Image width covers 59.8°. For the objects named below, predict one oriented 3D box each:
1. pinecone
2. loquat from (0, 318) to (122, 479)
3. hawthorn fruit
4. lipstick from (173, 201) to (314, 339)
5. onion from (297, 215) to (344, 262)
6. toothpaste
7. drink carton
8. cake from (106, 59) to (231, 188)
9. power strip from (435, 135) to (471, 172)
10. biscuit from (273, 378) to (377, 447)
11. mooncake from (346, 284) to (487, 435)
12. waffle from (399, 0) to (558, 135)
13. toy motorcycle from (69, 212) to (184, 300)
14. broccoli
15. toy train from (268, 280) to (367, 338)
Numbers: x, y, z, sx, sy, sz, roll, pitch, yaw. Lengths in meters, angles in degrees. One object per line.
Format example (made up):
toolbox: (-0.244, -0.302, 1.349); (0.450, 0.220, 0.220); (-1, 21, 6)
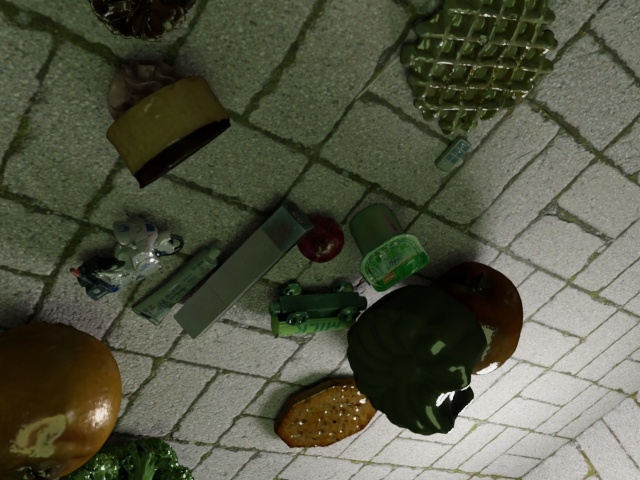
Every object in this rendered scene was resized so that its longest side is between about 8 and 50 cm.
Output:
pinecone: (-0.251, -0.353, 0.774); (0.162, 0.165, 0.163); (-6, 137, -5)
loquat: (-0.580, 0.333, 1.159); (0.328, 0.329, 0.329); (-11, 133, -12)
hawthorn fruit: (0.394, 0.186, 1.443); (0.267, 0.268, 0.301); (-5, 127, -17)
lipstick: (-0.172, 0.070, 1.220); (0.080, 0.076, 0.371); (47, 109, 3)
onion: (0.000, 0.000, 1.234); (0.107, 0.097, 0.107); (-2, 114, -4)
toothpaste: (-0.310, 0.097, 1.233); (0.268, 0.047, 0.069); (-41, 150, 19)
drink carton: (0.138, 0.004, 1.255); (0.146, 0.142, 0.144); (-31, 136, 8)
cake: (-0.262, -0.207, 0.893); (0.185, 0.208, 0.178); (-32, 106, 10)
power strip: (0.292, -0.190, 1.229); (0.040, 0.016, 0.090); (23, 118, -36)
biscuit: (0.025, 0.549, 1.760); (0.358, 0.046, 0.359); (-11, 132, -12)
mooncake: (0.221, 0.281, 1.331); (0.187, 0.351, 0.352); (-30, 144, -40)
waffle: (0.309, -0.352, 1.066); (0.309, 0.056, 0.292); (-32, 134, 9)
toy motorcycle: (-0.392, 0.033, 1.110); (0.221, 0.102, 0.150); (-32, 146, 8)
broccoli: (-0.530, 0.712, 1.524); (0.309, 0.321, 0.414); (-12, 115, 24)
toy train: (-0.014, 0.184, 1.395); (0.253, 0.105, 0.157); (-2, 142, -21)
